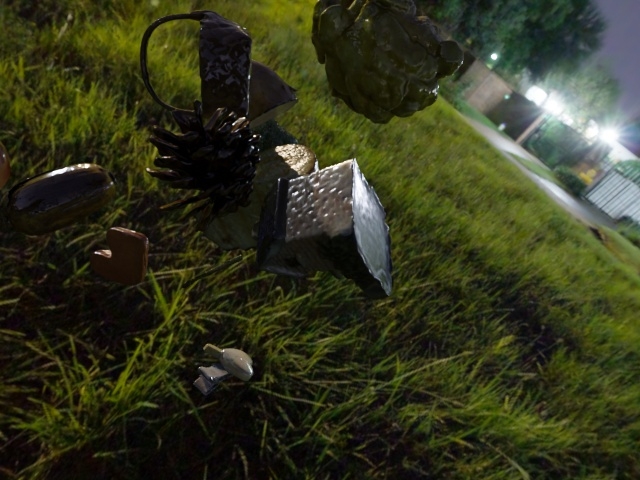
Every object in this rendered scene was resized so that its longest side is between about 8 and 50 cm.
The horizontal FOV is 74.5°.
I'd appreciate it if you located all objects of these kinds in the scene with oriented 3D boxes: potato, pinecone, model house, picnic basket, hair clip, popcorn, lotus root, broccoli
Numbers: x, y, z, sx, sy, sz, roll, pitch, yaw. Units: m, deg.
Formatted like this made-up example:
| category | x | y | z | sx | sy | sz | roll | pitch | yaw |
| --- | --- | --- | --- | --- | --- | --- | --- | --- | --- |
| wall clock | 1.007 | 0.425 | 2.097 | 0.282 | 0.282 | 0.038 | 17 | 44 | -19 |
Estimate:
| category | x | y | z | sx | sy | sz | roll | pitch | yaw |
| --- | --- | --- | --- | --- | --- | --- | --- | --- | --- |
| potato | -0.262 | -0.548 | 1.528 | 0.237 | 0.300 | 0.289 | 62 | 27 | -11 |
| pinecone | -0.209 | -0.140 | 0.761 | 0.202 | 0.229 | 0.201 | 9 | -31 | 36 |
| model house | 0.000 | -0.002 | 0.955 | 0.298 | 0.284 | 0.244 | 51 | 38 | -52 |
| picnic basket | -0.357 | -0.502 | 1.215 | 0.337 | 0.293 | 0.337 | 5 | 28 | -3 |
| hair clip | -0.288 | 0.373 | 1.258 | 0.159 | 0.071 | 0.218 | 41 | 18 | 19 |
| popcorn | 0.115 | -0.344 | 0.777 | 0.241 | 0.235 | 0.250 | -16 | 42 | -16 |
| lotus root | -0.911 | -0.142 | 1.460 | 0.397 | 0.179 | 0.196 | -32 | 65 | -27 |
| broccoli | -0.247 | -0.385 | 1.864 | 0.309 | 0.321 | 0.413 | 16 | 27 | 8 |

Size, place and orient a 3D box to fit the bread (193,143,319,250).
| category | x | y | z | sx | sy | sz | roll | pitch | yaw |
| --- | --- | --- | --- | --- | --- | --- | --- | --- | --- |
| bread | -0.163 | -0.139 | 1.298 | 0.264 | 0.394 | 0.239 | -76 | 152 | -47 |

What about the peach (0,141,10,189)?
| category | x | y | z | sx | sy | sz | roll | pitch | yaw |
| --- | --- | --- | --- | --- | --- | --- | --- | --- | --- |
| peach | -0.885 | -0.193 | 1.054 | 0.184 | 0.184 | 0.184 | 33 | 24 | -17 |

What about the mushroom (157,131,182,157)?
| category | x | y | z | sx | sy | sz | roll | pitch | yaw |
| --- | --- | --- | --- | --- | --- | --- | --- | --- | --- |
| mushroom | -0.296 | -0.192 | 0.927 | 0.127 | 0.087 | 0.127 | 8 | 17 | -3 |

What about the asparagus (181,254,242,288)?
| category | x | y | z | sx | sy | sz | roll | pitch | yaw |
| --- | --- | --- | --- | --- | --- | --- | --- | --- | --- |
| asparagus | -0.388 | 0.112 | 1.497 | 0.025 | 0.248 | 0.024 | 63 | 2 | -18 |

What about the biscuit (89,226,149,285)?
| category | x | y | z | sx | sy | sz | roll | pitch | yaw |
| --- | --- | --- | --- | --- | --- | --- | --- | --- | --- |
| biscuit | -0.616 | 0.045 | 1.280 | 0.186 | 0.192 | 0.036 | 20 | 26 | 5 |
